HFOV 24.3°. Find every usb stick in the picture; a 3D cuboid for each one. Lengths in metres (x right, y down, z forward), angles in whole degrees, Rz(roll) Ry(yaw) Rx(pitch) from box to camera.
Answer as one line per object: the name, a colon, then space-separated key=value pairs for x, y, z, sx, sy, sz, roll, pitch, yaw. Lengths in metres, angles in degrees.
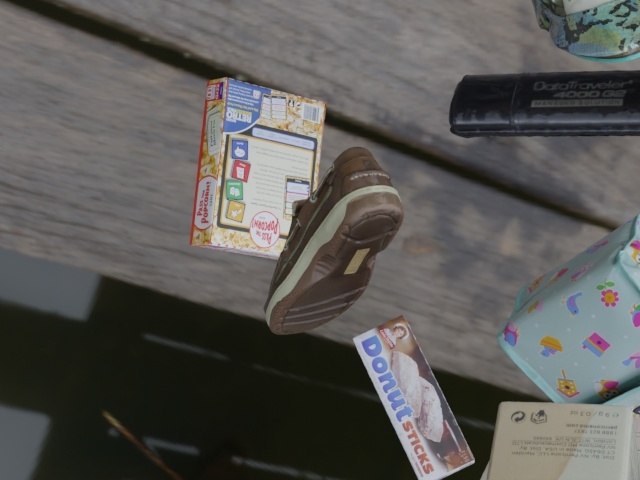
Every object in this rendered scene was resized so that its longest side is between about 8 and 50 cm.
usb stick: x=0.265 y=-0.141 z=1.534 sx=0.045 sy=0.278 sz=0.077 roll=53 pitch=46 yaw=-49

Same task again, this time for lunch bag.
lunch bag: x=0.394 y=0.138 z=1.884 sx=0.262 sy=0.223 sz=0.160 roll=49 pitch=37 yaw=-7

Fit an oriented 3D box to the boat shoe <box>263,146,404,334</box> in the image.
boat shoe: x=0.007 y=0.000 z=1.489 sx=0.095 sy=0.257 sz=0.095 roll=-3 pitch=59 yaw=-30

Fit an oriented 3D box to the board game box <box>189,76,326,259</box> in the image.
board game box: x=-0.071 y=-0.079 z=1.725 sx=0.146 sy=0.045 sz=0.193 roll=11 pitch=82 yaw=-37

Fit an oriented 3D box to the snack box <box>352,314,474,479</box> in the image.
snack box: x=0.101 y=0.174 z=1.615 sx=0.064 sy=0.022 sz=0.178 roll=-26 pitch=73 yaw=1

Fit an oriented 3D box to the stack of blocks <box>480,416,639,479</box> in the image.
stack of blocks: x=0.326 y=0.270 z=1.589 sx=0.087 sy=0.297 sz=0.171 roll=-59 pitch=134 yaw=-31

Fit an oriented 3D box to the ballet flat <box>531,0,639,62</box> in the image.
ballet flat: x=0.180 y=-0.166 z=1.019 sx=0.070 sy=0.188 sz=0.070 roll=-2 pitch=105 yaw=-8

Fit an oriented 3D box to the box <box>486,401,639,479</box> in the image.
box: x=0.195 y=0.299 z=1.239 sx=0.311 sy=0.121 sz=0.148 roll=-72 pitch=156 yaw=-44
